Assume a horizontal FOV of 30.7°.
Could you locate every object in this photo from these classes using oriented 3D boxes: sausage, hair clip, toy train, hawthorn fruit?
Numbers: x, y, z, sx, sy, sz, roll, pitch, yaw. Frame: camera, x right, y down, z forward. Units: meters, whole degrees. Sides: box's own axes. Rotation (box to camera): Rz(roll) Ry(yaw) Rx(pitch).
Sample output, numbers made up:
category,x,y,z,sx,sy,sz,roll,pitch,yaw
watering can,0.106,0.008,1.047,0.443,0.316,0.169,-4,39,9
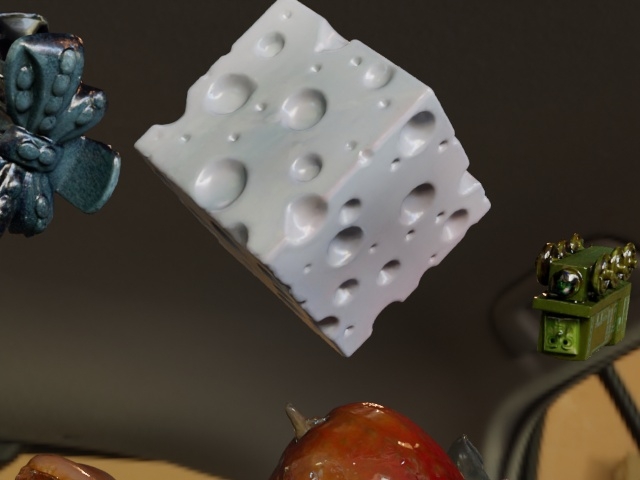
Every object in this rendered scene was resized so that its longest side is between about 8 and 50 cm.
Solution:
category,x,y,z,sx,sy,sz,roll,pitch,yaw
sausage,-0.286,0.309,1.366,0.097,0.094,0.348,26,-14,5
hair clip,-0.387,-0.129,1.496,0.194,0.310,0.206,34,7,39
toy train,0.313,0.068,1.386,0.090,0.137,0.225,10,11,27
hawthorn fruit,0.037,0.272,1.214,0.215,0.249,0.215,-34,-3,-2

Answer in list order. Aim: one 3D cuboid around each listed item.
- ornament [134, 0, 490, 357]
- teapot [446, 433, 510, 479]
category,x,y,z,sx,sy,sz,roll,pitch,yaw
ornament,-0.004,-0.068,1.262,0.240,0.239,0.240,-46,-36,-6
teapot,0.126,0.455,1.555,0.362,0.305,0.376,-35,8,2
